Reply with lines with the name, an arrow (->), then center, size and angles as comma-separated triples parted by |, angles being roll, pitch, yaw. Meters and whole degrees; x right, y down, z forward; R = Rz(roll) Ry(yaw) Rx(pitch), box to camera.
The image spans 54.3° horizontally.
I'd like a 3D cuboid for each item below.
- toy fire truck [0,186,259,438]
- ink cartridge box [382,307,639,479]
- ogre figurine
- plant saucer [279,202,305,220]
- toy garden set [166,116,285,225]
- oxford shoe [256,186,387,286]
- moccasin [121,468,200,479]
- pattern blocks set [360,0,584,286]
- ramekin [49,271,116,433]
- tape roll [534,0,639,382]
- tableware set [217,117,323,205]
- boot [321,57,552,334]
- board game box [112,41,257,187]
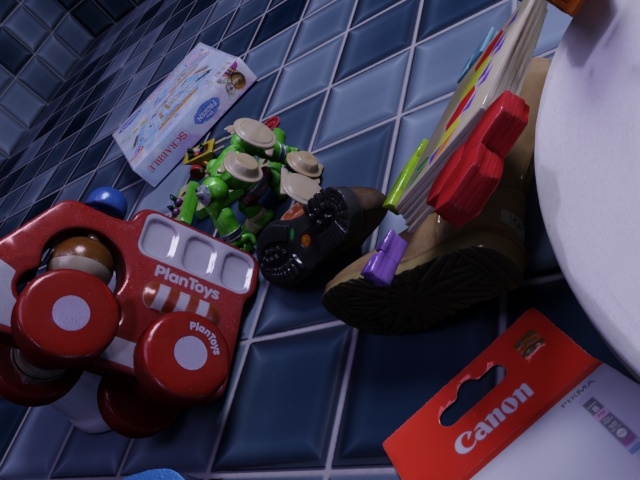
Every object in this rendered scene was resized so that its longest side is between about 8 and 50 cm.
toy fire truck -> -0.227, 0.068, 0.728 | 0.169, 0.302, 0.254 | -41, 31, 44
ink cartridge box -> 0.144, 0.158, 0.438 | 0.189, 0.066, 0.232 | -43, 38, 4
ogre figurine -> -0.106, -0.086, 0.907 | 0.197, 0.118, 0.096 | -51, 34, -10
plant saucer -> -0.027, -0.022, 0.849 | 0.083, 0.013, 0.084 | -28, 37, 24
toy garden set -> -0.171, -0.142, 1.100 | 0.244, 0.049, 0.204 | -27, 38, 26
oxford shoe -> 0.000, 0.000, 0.750 | 0.227, 0.096, 0.083 | -26, 79, 50
moccasin -> -0.211, 0.337, 0.580 | 0.342, 0.117, 0.138 | -41, 33, 13
pattern blocks set -> 0.121, -0.102, 0.487 | 0.325, 0.026, 0.285 | -60, 3, -24
ramekin -> -0.314, 0.120, 0.901 | 0.277, 0.135, 0.277 | -29, 37, 24
tape roll -> 0.316, -0.053, 0.322 | 0.391, 0.072, 0.392 | -9, 69, 26
tableware set -> -0.060, -0.105, 0.852 | 0.020, 0.168, 0.141 | -57, 11, 35
boot -> 0.132, -0.043, 0.643 | 0.236, 0.089, 0.270 | -21, 34, 42
board game box -> -0.318, -0.296, 1.409 | 0.319, 0.066, 0.318 | -46, 34, -1
